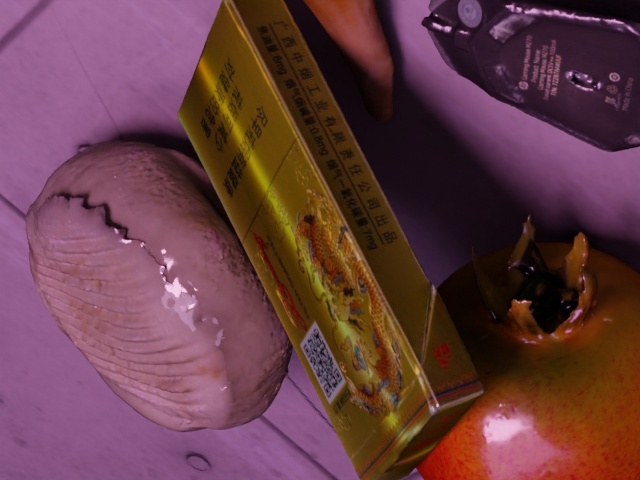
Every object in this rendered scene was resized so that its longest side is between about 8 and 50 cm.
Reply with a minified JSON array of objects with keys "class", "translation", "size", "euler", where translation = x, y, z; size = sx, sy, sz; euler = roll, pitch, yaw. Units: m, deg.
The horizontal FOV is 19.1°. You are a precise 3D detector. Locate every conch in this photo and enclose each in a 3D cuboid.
[{"class":"conch","translation":[-0.004,-0.192,1.196],"size":[0.109,0.093,0.330],"euler":[6,134,21]}]

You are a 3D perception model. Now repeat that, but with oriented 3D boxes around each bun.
[{"class":"bun","translation":[-0.109,0.033,1.435],"size":[0.239,0.141,0.239],"euler":[37,150,25]}]

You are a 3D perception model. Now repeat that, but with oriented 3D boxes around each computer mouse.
[{"class":"computer mouse","translation":[0.161,-0.124,1.200],"size":[0.192,0.062,0.106],"euler":[23,139,15]}]

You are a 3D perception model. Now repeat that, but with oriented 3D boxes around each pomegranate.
[{"class":"pomegranate","translation":[0.158,0.097,1.304],"size":[0.220,0.221,0.257],"euler":[11,140,19]}]

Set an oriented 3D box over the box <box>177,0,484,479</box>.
[{"class":"box","translation":[0.000,0.000,1.270],"size":[0.311,0.043,0.173],"euler":[63,157,17]}]
